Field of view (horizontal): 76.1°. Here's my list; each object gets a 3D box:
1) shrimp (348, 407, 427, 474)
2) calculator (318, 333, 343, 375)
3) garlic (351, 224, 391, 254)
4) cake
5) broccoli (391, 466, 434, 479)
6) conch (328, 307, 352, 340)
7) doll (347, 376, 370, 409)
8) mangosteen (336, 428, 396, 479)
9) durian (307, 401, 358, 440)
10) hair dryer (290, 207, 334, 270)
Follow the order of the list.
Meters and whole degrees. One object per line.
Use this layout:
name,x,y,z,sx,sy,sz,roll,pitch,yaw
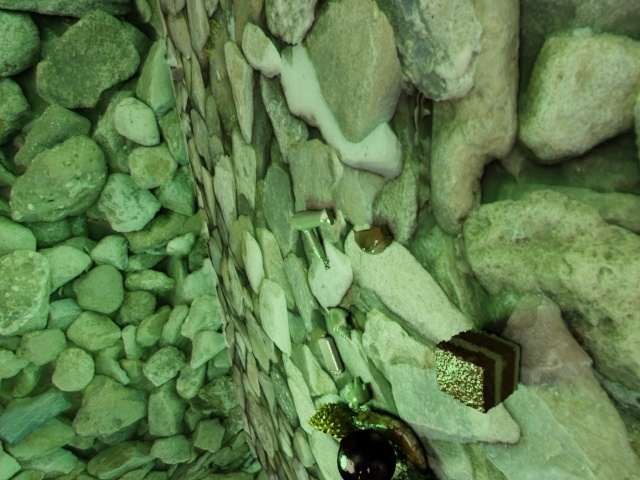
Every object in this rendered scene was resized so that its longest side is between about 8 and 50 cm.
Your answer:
shrimp,0.232,0.713,1.445,0.365,0.071,0.233,-16,97,56
calculator,0.040,0.463,1.661,0.100,0.032,0.175,-28,81,61
garlic,0.150,0.003,1.187,0.152,0.066,0.084,-10,70,58
cake,0.348,0.277,0.900,0.135,0.147,0.134,20,124,55
broccoli,0.276,0.843,1.365,0.304,0.146,0.165,94,-168,-64
conch,0.073,0.300,1.478,0.180,0.065,0.088,-132,34,-52
doll,0.140,0.570,1.527,0.150,0.077,0.115,159,130,-72
mangosteen,0.147,0.712,1.356,0.230,0.194,0.194,-177,69,-87
durian,0.054,0.734,1.665,0.183,0.138,0.250,46,157,-21
hair dryer,0.000,0.000,1.456,0.206,0.075,0.237,0,114,54
